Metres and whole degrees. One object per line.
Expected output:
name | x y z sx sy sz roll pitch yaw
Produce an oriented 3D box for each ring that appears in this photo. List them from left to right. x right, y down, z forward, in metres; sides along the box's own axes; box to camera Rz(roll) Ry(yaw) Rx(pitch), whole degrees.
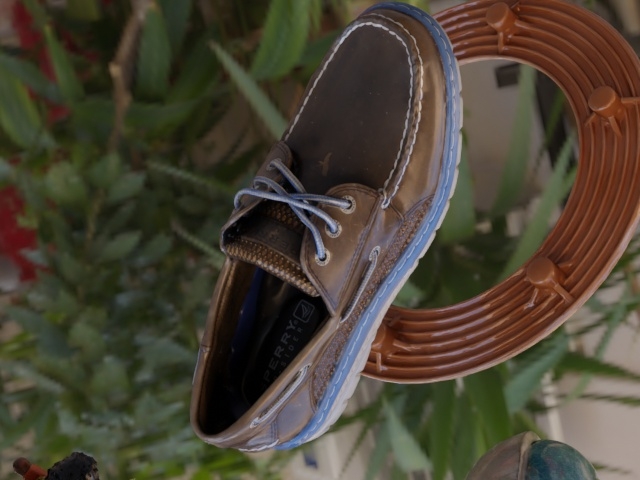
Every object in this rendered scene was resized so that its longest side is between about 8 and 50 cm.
ring | 0.098 -0.051 1.106 0.336 0.336 0.032 -8 151 35

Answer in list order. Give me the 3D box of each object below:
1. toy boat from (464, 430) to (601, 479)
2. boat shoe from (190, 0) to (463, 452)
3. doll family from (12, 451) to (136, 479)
toy boat | 0.186 0.278 0.930 0.148 0.318 0.267 -16 -170 14
boat shoe | 0.000 0.000 0.532 0.066 0.183 0.066 23 -164 26
doll family | -0.140 0.136 0.694 0.193 0.111 0.076 15 -132 1
